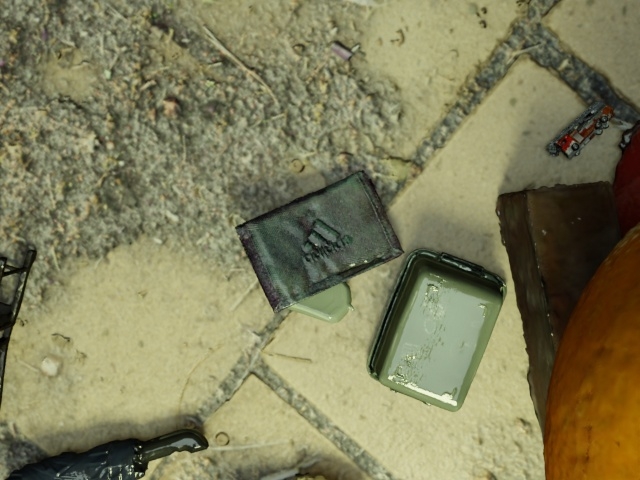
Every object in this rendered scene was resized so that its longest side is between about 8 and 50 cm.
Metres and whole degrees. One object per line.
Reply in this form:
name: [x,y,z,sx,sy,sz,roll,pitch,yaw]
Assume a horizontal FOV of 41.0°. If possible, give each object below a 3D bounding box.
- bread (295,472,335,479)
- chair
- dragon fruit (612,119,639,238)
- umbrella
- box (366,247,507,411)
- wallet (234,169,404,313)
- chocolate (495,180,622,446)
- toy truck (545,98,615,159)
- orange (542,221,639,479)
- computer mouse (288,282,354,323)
bread: [-0.018,0.368,0.928,0.184,0.224,0.211,-1,86,-2]
chair: [-0.414,0.108,0.984,0.113,0.106,0.229,17,94,2]
dragon fruit: [0.443,-0.028,0.922,0.282,0.100,0.343,34,95,6]
umbrella: [-0.254,0.267,1.014,0.248,0.071,0.070,-21,92,-1]
box: [0.130,0.104,0.951,0.124,0.093,0.172,20,95,2]
wallet: [0.000,0.000,0.969,0.166,0.030,0.111,-24,82,-10]
chocolate: [0.286,0.094,0.940,0.112,0.112,0.321,-12,92,-5]
toy truck: [0.291,-0.121,0.958,0.083,0.024,0.032,-45,68,4]
orange: [0.379,0.161,0.707,0.326,0.424,0.423,8,96,39]
computer mouse: [-0.013,0.060,0.988,0.110,0.032,0.055,22,77,1]
